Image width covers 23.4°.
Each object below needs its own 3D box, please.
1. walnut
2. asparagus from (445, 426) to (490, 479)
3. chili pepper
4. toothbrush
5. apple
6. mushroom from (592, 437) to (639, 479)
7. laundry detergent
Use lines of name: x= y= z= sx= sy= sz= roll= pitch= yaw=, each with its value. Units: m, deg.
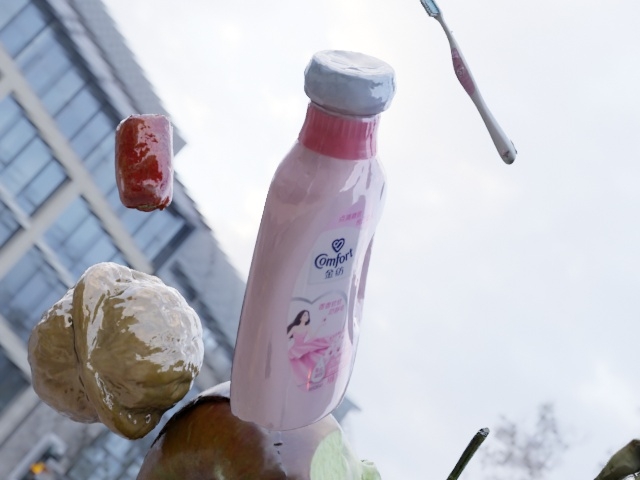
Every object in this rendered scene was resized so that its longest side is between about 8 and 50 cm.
walnut: x=-0.274 y=0.150 z=2.066 sx=0.224 sy=0.257 sz=0.257 roll=-11 pitch=-41 yaw=13
asparagus: x=0.150 y=0.323 z=1.933 sx=0.022 sy=0.233 sz=0.023 roll=14 pitch=29 yaw=-26
chili pepper: x=-0.210 y=-0.092 z=1.862 sx=0.073 sy=0.123 sz=0.070 roll=19 pitch=-33 yaw=-41
toothbrush: x=0.145 y=-0.159 z=1.505 sx=0.017 sy=0.022 sz=0.204 roll=-46 pitch=-120 yaw=40
apple: x=-0.070 y=0.391 z=2.125 sx=0.374 sy=0.384 sz=0.374 roll=20 pitch=-3 yaw=1
mushroom: x=0.352 y=0.245 z=1.471 sx=0.130 sy=0.344 sz=0.247 roll=58 pitch=-29 yaw=-5
laundry detergent: x=0.000 y=0.000 z=1.356 sx=0.087 sy=0.159 sz=0.335 roll=24 pitch=-64 yaw=27
